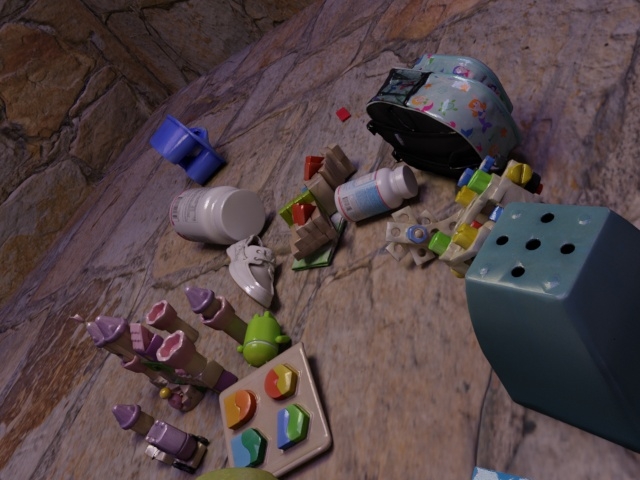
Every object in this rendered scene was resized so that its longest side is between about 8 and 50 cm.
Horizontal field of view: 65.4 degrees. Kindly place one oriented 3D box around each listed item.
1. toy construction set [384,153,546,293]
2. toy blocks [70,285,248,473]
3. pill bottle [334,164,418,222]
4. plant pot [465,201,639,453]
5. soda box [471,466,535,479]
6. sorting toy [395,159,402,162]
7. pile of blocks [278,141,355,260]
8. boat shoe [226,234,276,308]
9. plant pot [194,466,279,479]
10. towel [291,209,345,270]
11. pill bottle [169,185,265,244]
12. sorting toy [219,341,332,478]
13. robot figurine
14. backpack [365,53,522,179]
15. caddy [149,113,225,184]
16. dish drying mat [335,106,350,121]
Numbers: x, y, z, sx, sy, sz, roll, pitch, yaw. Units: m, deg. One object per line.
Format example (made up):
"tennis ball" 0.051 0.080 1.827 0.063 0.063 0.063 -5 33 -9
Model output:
"toy construction set" 0.223 -0.019 0.757 0.214 0.151 0.328 -61 13 -2
"toy blocks" -0.339 0.233 0.983 0.289 0.260 0.308 -9 45 41
"pill bottle" 0.116 -0.099 1.037 0.160 0.087 0.087 -18 40 33
"plant pot" 0.267 0.076 0.527 0.166 0.234 0.165 11 61 52
"soda box" 0.171 0.340 0.479 0.071 0.067 0.210 -7 47 43
"sorting toy" 0.210 -0.211 1.137 0.083 0.012 0.062 -14 42 38
"pile of blocks" -0.025 -0.116 1.152 0.149 0.112 0.362 -22 31 30
"boat shoe" -0.147 0.053 1.137 0.096 0.098 0.277 -43 31 2
"plant pot" -0.098 0.410 0.544 0.276 0.276 0.254 -36 20 11
"towel" 0.000 0.000 1.116 0.113 0.023 0.151 -14 44 41
"pill bottle" -0.285 -0.070 1.375 0.283 0.160 0.160 4 55 50
"sorting toy" -0.088 0.290 0.828 0.193 0.038 0.208 -35 41 13
"robot figurine" -0.113 0.194 0.962 0.101 0.067 0.115 -17 39 17
"backpack" 0.239 -0.217 0.917 0.191 0.225 0.253 -49 36 0
"caddy" -0.486 -0.353 1.861 0.179 0.241 0.341 -51 33 -1
"dish drying mat" 0.068 -0.378 1.495 0.032 0.008 0.083 -36 31 9
